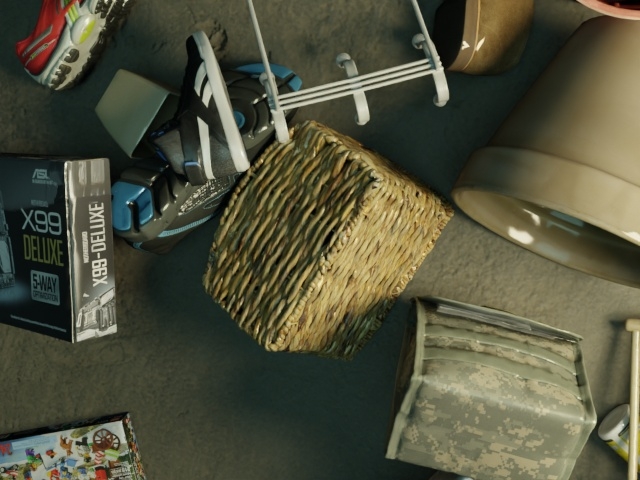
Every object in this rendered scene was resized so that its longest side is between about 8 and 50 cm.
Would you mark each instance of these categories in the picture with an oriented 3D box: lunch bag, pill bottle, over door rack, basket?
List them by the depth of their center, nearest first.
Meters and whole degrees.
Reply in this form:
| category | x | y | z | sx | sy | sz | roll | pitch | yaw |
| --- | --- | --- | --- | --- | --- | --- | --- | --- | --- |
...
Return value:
| category | x | y | z | sx | sy | sz | roll | pitch | yaw |
| --- | --- | --- | --- | --- | --- | --- | --- | --- | --- |
| lunch bag | 0.224 | 0.178 | 1.288 | 0.235 | 0.287 | 0.168 | 15 | 118 | 1 |
| over door rack | 0.020 | -0.302 | 1.301 | 0.240 | 0.108 | 0.324 | -14 | 76 | -2 |
| basket | 0.000 | 0.000 | 1.383 | 0.213 | 0.223 | 0.299 | 39 | 103 | 33 |
| pill bottle | 0.464 | 0.297 | 1.387 | 0.116 | 0.065 | 0.065 | 43 | 101 | -1 |

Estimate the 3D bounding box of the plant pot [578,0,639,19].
| category | x | y | z | sx | sy | sz | roll | pitch | yaw |
| --- | --- | --- | --- | --- | --- | --- | --- | --- | --- |
| plant pot | 0.378 | -0.400 | 1.187 | 0.273 | 0.265 | 0.272 | 1 | 98 | 6 |

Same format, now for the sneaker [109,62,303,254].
| category | x | y | z | sx | sy | sz | roll | pitch | yaw |
| --- | --- | --- | --- | --- | --- | --- | --- | --- | --- |
| sneaker | -0.160 | -0.119 | 1.378 | 0.341 | 0.139 | 0.125 | -42 | 66 | -7 |

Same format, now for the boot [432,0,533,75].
| category | x | y | z | sx | sy | sz | roll | pitch | yaw |
| --- | --- | --- | --- | --- | --- | --- | --- | --- | --- |
| boot | 0.235 | -0.376 | 1.310 | 0.115 | 0.112 | 0.305 | 6 | 97 | -24 |

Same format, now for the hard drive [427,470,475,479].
| category | x | y | z | sx | sy | sz | roll | pitch | yaw |
| --- | --- | --- | --- | --- | --- | --- | --- | --- | --- |
| hard drive | 0.105 | 0.429 | 1.364 | 0.353 | 0.233 | 0.047 | -45 | 82 | 11 |

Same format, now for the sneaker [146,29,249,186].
| category | x | y | z | sx | sy | sz | roll | pitch | yaw |
| --- | --- | --- | --- | --- | --- | --- | --- | --- | --- |
| sneaker | -0.181 | -0.176 | 1.284 | 0.121 | 0.079 | 0.216 | -18 | 69 | -1 |

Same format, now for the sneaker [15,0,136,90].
| category | x | y | z | sx | sy | sz | roll | pitch | yaw |
| --- | --- | --- | --- | --- | --- | --- | --- | --- | --- |
| sneaker | -0.344 | -0.351 | 1.366 | 0.118 | 0.107 | 0.279 | 37 | 99 | 9 |

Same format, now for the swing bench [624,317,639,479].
| category | x | y | z | sx | sy | sz | roll | pitch | yaw |
| --- | --- | --- | --- | --- | --- | --- | --- | --- | --- |
| swing bench | 0.556 | 0.235 | 1.287 | 0.255 | 0.165 | 0.253 | 5 | 83 | -6 |

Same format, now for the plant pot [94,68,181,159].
| category | x | y | z | sx | sy | sz | roll | pitch | yaw |
| --- | --- | --- | --- | --- | --- | --- | --- | --- | --- |
| plant pot | -0.255 | -0.187 | 1.381 | 0.096 | 0.109 | 0.109 | 37 | 102 | 14 |

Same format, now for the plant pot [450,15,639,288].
| category | x | y | z | sx | sy | sz | roll | pitch | yaw |
| --- | --- | --- | --- | --- | --- | --- | --- | --- | --- |
| plant pot | 0.370 | -0.120 | 1.232 | 0.323 | 0.323 | 0.280 | 24 | 85 | 3 |

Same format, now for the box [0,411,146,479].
| category | x | y | z | sx | sy | sz | roll | pitch | yaw |
| --- | --- | --- | --- | --- | --- | --- | --- | --- | --- |
| box | -0.396 | 0.369 | 1.511 | 0.233 | 0.044 | 0.159 | -12 | 97 | 9 |

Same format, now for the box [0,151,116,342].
| category | x | y | z | sx | sy | sz | roll | pitch | yaw |
| --- | --- | --- | --- | --- | --- | --- | --- | --- | --- |
| box | -0.414 | -0.001 | 1.363 | 0.308 | 0.077 | 0.242 | 8 | 102 | 40 |
